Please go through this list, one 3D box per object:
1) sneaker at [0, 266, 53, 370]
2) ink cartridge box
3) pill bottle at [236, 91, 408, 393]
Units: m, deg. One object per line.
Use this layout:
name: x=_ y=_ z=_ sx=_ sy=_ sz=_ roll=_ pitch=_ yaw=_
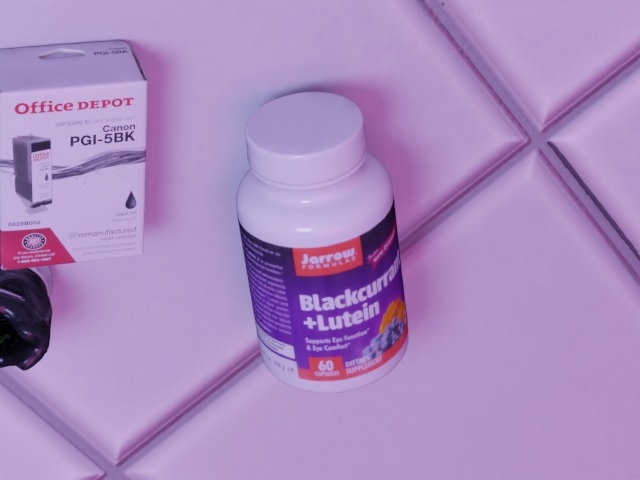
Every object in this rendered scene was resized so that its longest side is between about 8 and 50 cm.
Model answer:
sneaker: x=-0.281 y=0.053 z=1.286 sx=0.234 sy=0.106 sz=0.078 roll=-2 pitch=121 yaw=-20
ink cartridge box: x=-0.166 y=-0.055 z=1.291 sx=0.099 sy=0.056 sz=0.135 roll=-7 pitch=124 yaw=-16
pill bottle: x=0.000 y=0.000 z=1.358 sx=0.108 sy=0.108 sz=0.193 roll=-16 pitch=126 yaw=-11
